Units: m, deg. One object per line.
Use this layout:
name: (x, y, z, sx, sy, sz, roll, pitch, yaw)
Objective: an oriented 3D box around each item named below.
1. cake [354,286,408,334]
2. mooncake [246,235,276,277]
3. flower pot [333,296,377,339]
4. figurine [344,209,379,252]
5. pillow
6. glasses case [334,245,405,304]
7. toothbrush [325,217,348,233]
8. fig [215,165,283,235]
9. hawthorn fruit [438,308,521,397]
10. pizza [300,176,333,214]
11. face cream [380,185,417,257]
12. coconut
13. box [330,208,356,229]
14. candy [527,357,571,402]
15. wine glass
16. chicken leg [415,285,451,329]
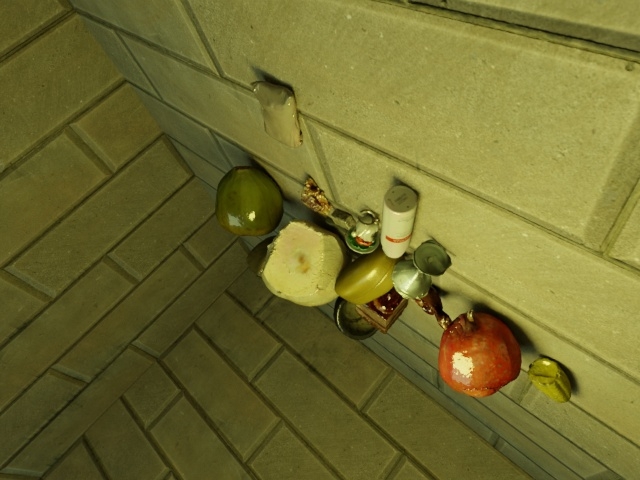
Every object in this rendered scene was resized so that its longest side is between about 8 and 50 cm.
cake: (0.268, 0.264, 1.908, 0.199, 0.196, 0.293, 39, 166, 21)
mooncake: (-0.255, 0.174, 2.617, 0.246, 0.394, 0.393, 25, 116, 43)
flower pot: (0.190, 0.387, 2.362, 0.266, 0.266, 0.267, 45, 175, -7)
figurine: (0.159, -0.043, 1.551, 0.132, 0.132, 0.153, 38, 151, 19)
pillow: (-0.138, -0.407, 1.399, 0.173, 0.067, 0.270, 32, 162, 19)
glasses case: (0.172, 0.144, 1.693, 0.141, 0.173, 0.371, 28, 149, -13)
toothbrush: (0.133, -0.022, 1.807, 0.297, 0.030, 0.030, 33, 170, 34)
fig: (-0.339, -0.193, 2.043, 0.343, 0.343, 0.343, 40, 164, 14)
hawthorn fruit: (0.519, 0.348, 1.426, 0.276, 0.276, 0.307, 20, 130, 56)
pizza: (-0.035, -0.178, 1.737, 0.154, 0.069, 0.194, 34, 164, 34)
face cream: (0.241, -0.040, 1.355, 0.102, 0.102, 0.345, 37, 164, 22)
coconut: (-0.046, 0.116, 1.985, 0.405, 0.404, 0.404, 40, 164, 14)
box: (0.091, -0.082, 1.723, 0.098, 0.045, 0.062, 30, 160, 44)
candy: (0.766, 0.471, 1.413, 0.199, 0.094, 0.106, 44, 165, -30)
wine glass: (0.333, 0.095, 1.424, 0.156, 0.156, 0.232, 41, 160, 10)
chicken leg: (0.382, 0.209, 1.599, 0.158, 0.095, 0.407, 24, -168, -27)
